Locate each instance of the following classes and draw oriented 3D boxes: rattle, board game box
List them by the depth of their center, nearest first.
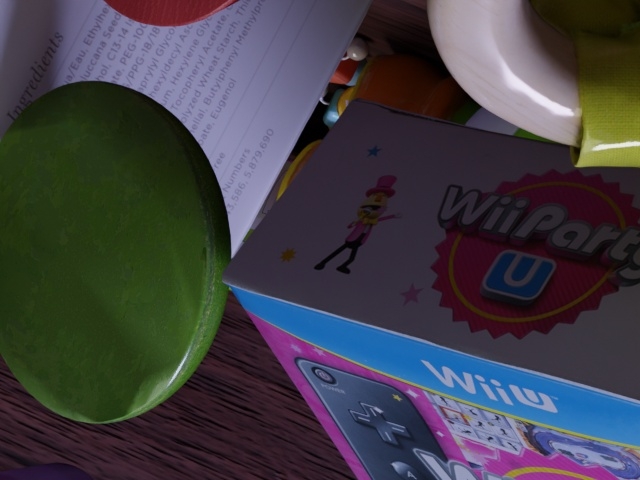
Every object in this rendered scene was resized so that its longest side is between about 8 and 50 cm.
[{"bbox_3d":[0.079,-0.120,0.439,0.130,0.142,0.199,-3,146,36],"label":"rattle"},{"bbox_3d":[0.126,0.097,0.642,0.224,0.097,0.303,14,147,39],"label":"board game box"}]

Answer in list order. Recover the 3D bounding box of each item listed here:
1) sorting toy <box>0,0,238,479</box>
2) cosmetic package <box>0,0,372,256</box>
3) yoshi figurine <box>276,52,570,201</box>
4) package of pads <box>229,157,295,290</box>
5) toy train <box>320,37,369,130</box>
[{"bbox_3d":[-0.044,-0.020,0.669,0.127,0.365,0.126,26,-162,37],"label":"sorting toy"},{"bbox_3d":[-0.106,-0.104,0.750,0.184,0.151,0.151,30,178,-29],"label":"cosmetic package"},{"bbox_3d":[0.167,0.039,0.874,0.362,0.203,0.203,19,-175,20],"label":"yoshi figurine"},{"bbox_3d":[0.000,0.000,1.219,0.229,0.101,0.296,18,180,39],"label":"package of pads"},{"bbox_3d":[0.010,-0.078,1.004,0.125,0.046,0.166,16,168,47],"label":"toy train"}]
